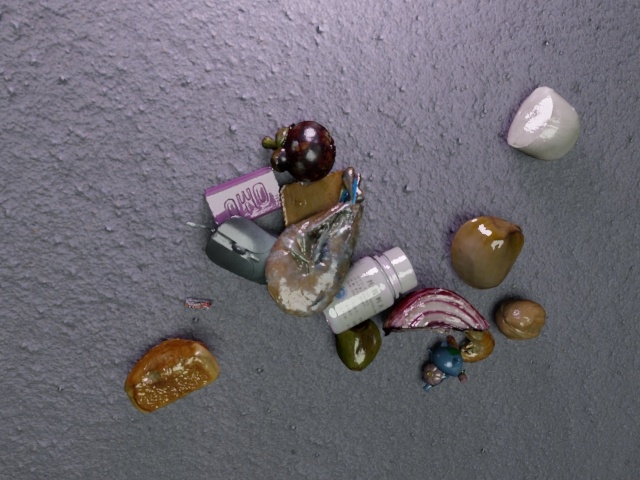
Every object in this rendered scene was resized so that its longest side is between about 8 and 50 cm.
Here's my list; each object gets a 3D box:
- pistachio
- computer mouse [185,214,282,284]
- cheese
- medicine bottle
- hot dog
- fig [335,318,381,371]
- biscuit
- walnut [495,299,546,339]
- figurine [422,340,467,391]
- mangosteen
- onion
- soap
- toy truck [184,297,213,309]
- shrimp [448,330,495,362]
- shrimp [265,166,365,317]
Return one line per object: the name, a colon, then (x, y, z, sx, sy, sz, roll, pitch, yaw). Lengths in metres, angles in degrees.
pistachio: (0.510, 0.045, 1.624, 0.213, 0.162, 0.260, 8, 119, 4)
computer mouse: (-0.202, 0.030, 1.416, 0.379, 0.090, 0.167, 26, 100, -39)
cheese: (0.678, -0.334, 1.546, 0.189, 0.154, 0.198, 26, 99, -26)
medicine bottle: (0.131, 0.144, 1.543, 0.293, 0.170, 0.170, -26, 111, -6)
hot dog: (-0.422, 0.371, 1.480, 0.257, 0.153, 0.150, -26, 116, -3)
fig: (0.116, 0.323, 1.610, 0.144, 0.154, 0.165, -1, 70, 24)
biscuit: (-0.002, -0.069, 1.489, 0.232, 0.013, 0.236, -17, 110, -29)
walnut: (0.670, 0.265, 1.740, 0.167, 0.149, 0.166, -15, 144, -11)
figurine: (0.419, 0.433, 1.748, 0.145, 0.114, 0.178, 26, 112, -25)
mangosteen: (-0.049, -0.233, 1.387, 0.184, 0.172, 0.172, -21, 111, -6)
onion: (0.330, 0.222, 1.595, 0.315, 0.280, 0.146, -3, 81, -8)
soap: (-0.207, -0.115, 1.431, 0.203, 0.065, 0.122, -24, 111, -7)
toy truck: (-0.354, 0.186, 1.508, 0.083, 0.024, 0.031, 10, 75, -14)
shrimp: (0.496, 0.326, 1.753, 0.150, 0.068, 0.248, -35, 113, 6)
shrimp: (0.000, 0.000, 1.437, 0.221, 0.110, 0.445, 28, 78, -9)
